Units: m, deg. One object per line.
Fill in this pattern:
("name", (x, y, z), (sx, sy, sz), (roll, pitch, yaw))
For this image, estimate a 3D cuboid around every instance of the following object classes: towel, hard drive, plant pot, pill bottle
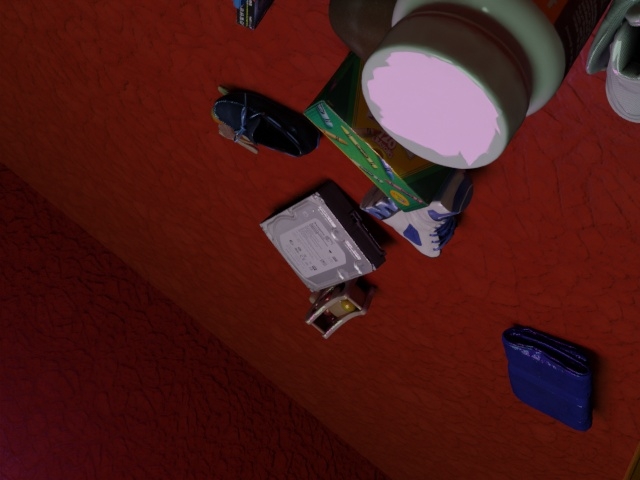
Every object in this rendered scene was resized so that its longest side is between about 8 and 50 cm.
("towel", (0.562, 0.332, 2.136), (0.228, 0.076, 0.308), (27, 155, 32))
("hard drive", (0.000, 0.000, 2.179), (0.237, 0.064, 0.339), (53, 150, -8))
("plant pot", (0.122, -0.346, 1.364), (0.230, 0.215, 0.215), (27, 157, 47))
("pill bottle", (0.226, -0.291, 1.081), (0.224, 0.392, 0.224), (27, 153, 15))

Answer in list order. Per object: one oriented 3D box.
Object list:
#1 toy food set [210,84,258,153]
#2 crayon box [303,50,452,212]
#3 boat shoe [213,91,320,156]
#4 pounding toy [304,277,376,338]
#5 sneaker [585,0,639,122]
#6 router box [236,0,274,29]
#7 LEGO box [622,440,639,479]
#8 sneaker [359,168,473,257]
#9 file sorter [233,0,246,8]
("toy food set", (-0.198, -0.266, 2.043), (0.132, 0.038, 0.192), (30, 154, 10))
("crayon box", (0.123, -0.206, 1.616), (0.278, 0.165, 0.081), (43, 154, -17))
("boat shoe", (-0.128, -0.255, 1.904), (0.258, 0.089, 0.109), (18, 132, 22))
("pounding toy", (0.016, 0.158, 2.385), (0.155, 0.154, 0.269), (41, 154, -12))
("sneaker", (0.422, -0.241, 1.144), (0.137, 0.210, 0.365), (26, 153, 18))
("router box", (-0.103, -0.442, 1.529), (0.038, 0.122, 0.092), (25, 154, 7))
("LEGO box", (0.698, 0.396, 1.575), (0.193, 0.500, 0.372), (19, 151, 31))
("sneaker", (0.234, -0.061, 1.804), (0.182, 0.127, 0.315), (40, 161, -19))
("file sorter", (-0.119, -0.488, 1.417), (0.104, 0.170, 0.118), (34, 155, 8))
